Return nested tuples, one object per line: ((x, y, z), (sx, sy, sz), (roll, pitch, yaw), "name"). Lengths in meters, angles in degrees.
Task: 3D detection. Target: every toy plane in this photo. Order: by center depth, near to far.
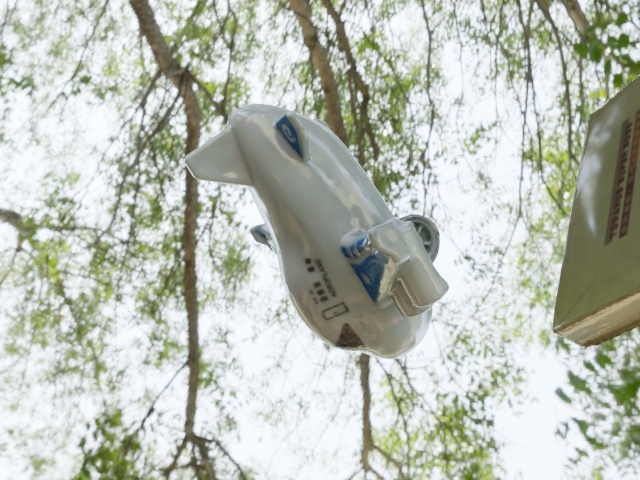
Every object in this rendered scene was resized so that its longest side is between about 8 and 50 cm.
((0.004, -0.003, 0.636), (0.267, 0.122, 0.267), (43, -18, 18), "toy plane")

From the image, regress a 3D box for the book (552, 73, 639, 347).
((0.190, -0.054, 0.322), (0.026, 0.161, 0.231), (26, -29, -9), "book")
